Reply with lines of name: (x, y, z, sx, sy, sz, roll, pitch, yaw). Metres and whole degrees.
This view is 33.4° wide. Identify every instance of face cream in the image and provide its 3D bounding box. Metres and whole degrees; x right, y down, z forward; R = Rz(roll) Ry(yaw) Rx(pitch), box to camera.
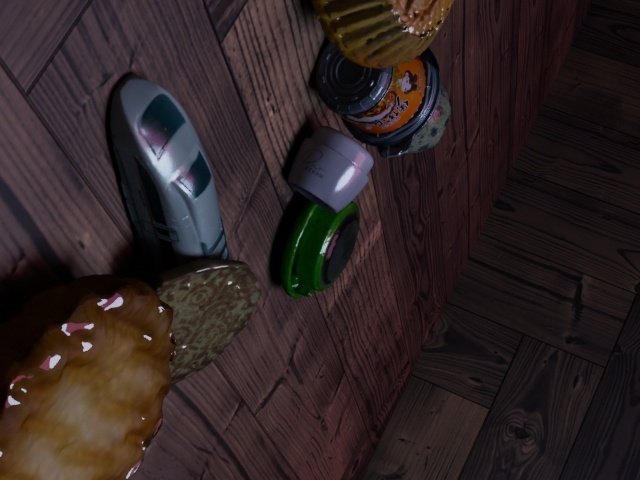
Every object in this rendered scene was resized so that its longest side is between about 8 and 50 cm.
face cream: (0.015, -0.108, 1.614, 0.104, 0.117, 0.117, -57, 161, -6)

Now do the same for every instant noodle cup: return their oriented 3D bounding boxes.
instant noodle cup: (0.074, -0.237, 1.573, 0.177, 0.208, 0.125, -31, 159, 24)

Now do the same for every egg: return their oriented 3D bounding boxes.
egg: (0.155, -0.219, 1.850, 0.141, 0.141, 0.182, -61, 170, -19)

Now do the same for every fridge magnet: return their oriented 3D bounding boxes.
fridge magnet: (0.000, 0.000, 1.741, 0.208, 0.088, 0.208, -55, 158, -35)

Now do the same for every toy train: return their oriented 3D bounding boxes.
toy train: (-0.162, -0.027, 1.242, 0.086, 0.088, 0.407, -58, 159, -31)

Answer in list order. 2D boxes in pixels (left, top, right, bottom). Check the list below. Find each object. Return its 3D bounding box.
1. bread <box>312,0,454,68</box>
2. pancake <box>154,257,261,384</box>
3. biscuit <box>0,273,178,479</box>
bread: (0.095, -0.347, 1.428, 0.240, 0.139, 0.240, -8, 102, -42)
pancake: (-0.172, 0.107, 1.293, 0.235, 0.029, 0.212, -38, 148, 5)
biscuit: (-0.277, 0.180, 1.117, 0.326, 0.107, 0.326, -46, 149, -39)
